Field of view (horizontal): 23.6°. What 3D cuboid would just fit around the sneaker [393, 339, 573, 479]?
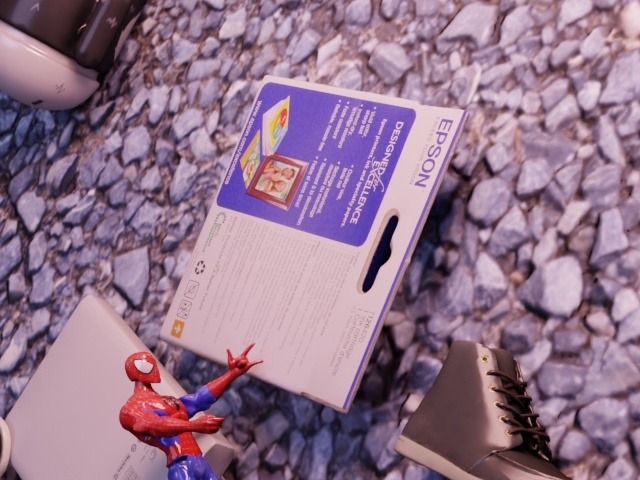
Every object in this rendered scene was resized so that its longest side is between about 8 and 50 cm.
[{"bbox_3d":[0.156,0.154,1.262,0.222,0.083,0.118,17,83,49],"label":"sneaker"}]

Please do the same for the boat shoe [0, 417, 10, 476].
[{"bbox_3d":[-0.484,0.236,1.753,0.302,0.091,0.114,-8,74,34],"label":"boat shoe"}]

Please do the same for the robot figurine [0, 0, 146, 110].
[{"bbox_3d":[-0.310,-0.296,1.901,0.278,0.173,0.209,-62,-1,2],"label":"robot figurine"}]

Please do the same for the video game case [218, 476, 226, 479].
[{"bbox_3d":[-0.194,0.300,1.591,0.227,0.026,0.206,-57,42,8],"label":"video game case"}]

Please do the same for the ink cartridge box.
[{"bbox_3d":[0.000,0.000,1.515,0.307,0.072,0.303,17,82,46],"label":"ink cartridge box"}]

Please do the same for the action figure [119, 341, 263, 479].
[{"bbox_3d":[-0.091,0.206,1.420,0.139,0.091,0.280,-39,70,22],"label":"action figure"}]

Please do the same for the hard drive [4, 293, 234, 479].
[{"bbox_3d":[-0.225,0.215,1.615,0.203,0.040,0.307,-57,42,7],"label":"hard drive"}]
